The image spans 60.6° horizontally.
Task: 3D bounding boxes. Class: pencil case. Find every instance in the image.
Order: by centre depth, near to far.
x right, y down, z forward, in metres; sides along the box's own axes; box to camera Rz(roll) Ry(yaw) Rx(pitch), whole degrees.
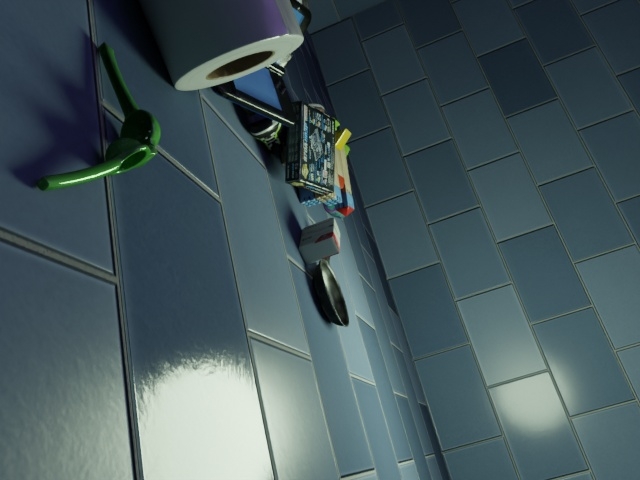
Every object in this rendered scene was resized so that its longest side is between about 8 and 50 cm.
[{"bbox_3d":[0.059,-0.128,2.096,0.152,0.065,0.070,25,62,-75],"label":"pencil case"}]

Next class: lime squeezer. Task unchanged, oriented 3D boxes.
[{"bbox_3d":[-0.240,-0.131,0.654,0.310,0.059,0.110,-97,164,-47],"label":"lime squeezer"}]

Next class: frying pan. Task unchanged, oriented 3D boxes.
[{"bbox_3d":[0.012,0.088,1.514,0.197,0.053,0.326,43,27,-67],"label":"frying pan"}]

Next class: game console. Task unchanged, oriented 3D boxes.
[{"bbox_3d":[-0.123,-0.436,1.250,0.293,0.173,0.250,9,57,-55],"label":"game console"}]

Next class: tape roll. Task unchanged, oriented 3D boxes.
[{"bbox_3d":[-0.171,-0.384,0.950,0.246,0.246,0.169,-60,131,-76],"label":"tape roll"}]

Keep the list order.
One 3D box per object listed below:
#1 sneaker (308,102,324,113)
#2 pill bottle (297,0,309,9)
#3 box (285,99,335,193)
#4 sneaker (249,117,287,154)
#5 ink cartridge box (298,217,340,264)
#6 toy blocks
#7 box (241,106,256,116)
[{"bbox_3d":[-0.007,-0.389,2.077,0.321,0.125,0.180,33,38,-73],"label":"sneaker"},{"bbox_3d":[-0.155,-0.769,1.796,0.363,0.210,0.210,-77,145,-71],"label":"pill bottle"},{"bbox_3d":[-0.024,-0.249,1.493,0.175,0.051,0.220,11,78,-57],"label":"box"},{"bbox_3d":[-0.119,-0.274,1.431,0.234,0.084,0.097,-62,132,-76],"label":"sneaker"},{"bbox_3d":[0.000,0.000,1.482,0.135,0.099,0.056,-83,151,-66],"label":"ink cartridge box"},{"bbox_3d":[-0.009,-0.219,1.697,0.381,0.191,0.260,23,56,-61],"label":"toy blocks"},{"bbox_3d":[-0.199,-0.438,1.393,0.087,0.058,0.232,45,27,-66],"label":"box"}]
